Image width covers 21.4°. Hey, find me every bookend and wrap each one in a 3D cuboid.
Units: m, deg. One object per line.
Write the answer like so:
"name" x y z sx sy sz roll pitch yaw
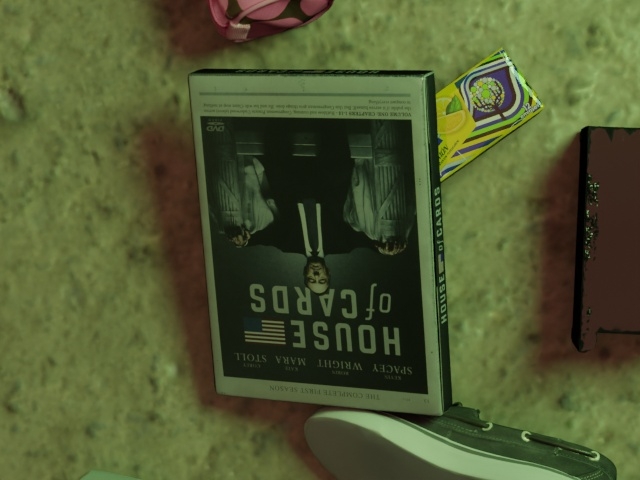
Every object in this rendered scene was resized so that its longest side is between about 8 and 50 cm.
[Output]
"bookend" 0.258 0.000 1.185 0.157 0.072 0.156 2 92 5

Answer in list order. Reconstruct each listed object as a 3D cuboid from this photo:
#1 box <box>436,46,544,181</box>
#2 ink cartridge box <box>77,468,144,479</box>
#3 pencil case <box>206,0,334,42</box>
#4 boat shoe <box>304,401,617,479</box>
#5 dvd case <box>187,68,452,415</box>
"box" 0.075 -0.066 1.208 0.169 0.059 0.054 -36 88 5
"ink cartridge box" -0.161 0.251 1.213 0.063 0.109 0.150 12 92 4
"pencil case" -0.071 -0.243 1.204 0.098 0.095 0.209 -24 86 -29
"boat shoe" 0.101 0.150 1.197 0.228 0.076 0.080 11 130 31
"dvd case" 0.000 0.000 1.179 0.179 0.029 0.239 3 106 25
